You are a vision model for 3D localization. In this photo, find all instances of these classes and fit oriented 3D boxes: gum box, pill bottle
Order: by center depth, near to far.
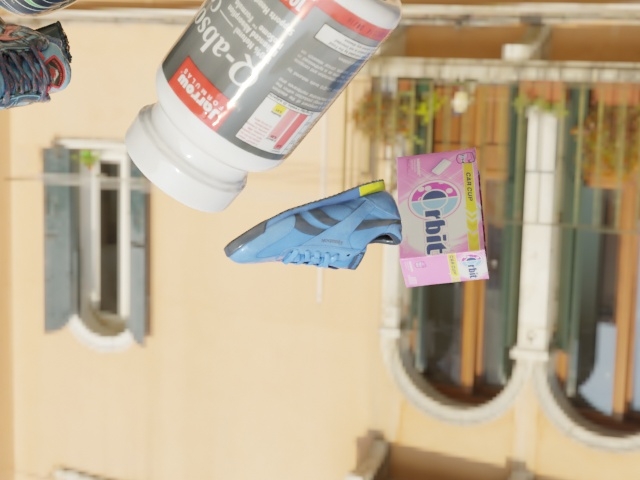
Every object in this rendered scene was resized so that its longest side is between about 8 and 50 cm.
[{"bbox_3d":[-0.081,-0.220,1.529,0.210,0.363,0.210,34,-157,-17],"label":"pill bottle"},{"bbox_3d":[0.158,-0.036,1.552,0.107,0.062,0.188,-7,-130,10],"label":"gum box"}]

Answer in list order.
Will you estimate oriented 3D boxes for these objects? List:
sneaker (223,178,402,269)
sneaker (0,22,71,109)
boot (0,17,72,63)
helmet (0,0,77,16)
[{"bbox_3d":[0.000,0.000,1.247,0.209,0.082,0.069,-19,175,-32],"label":"sneaker"},{"bbox_3d":[-0.333,-0.193,1.280,0.125,0.104,0.262,3,-161,-6],"label":"sneaker"},{"bbox_3d":[-0.376,-0.258,1.521,0.099,0.121,0.045,-15,-135,-4],"label":"boot"},{"bbox_3d":[-0.432,-0.413,1.749,0.162,0.169,0.169,-11,-166,-34],"label":"helmet"}]
